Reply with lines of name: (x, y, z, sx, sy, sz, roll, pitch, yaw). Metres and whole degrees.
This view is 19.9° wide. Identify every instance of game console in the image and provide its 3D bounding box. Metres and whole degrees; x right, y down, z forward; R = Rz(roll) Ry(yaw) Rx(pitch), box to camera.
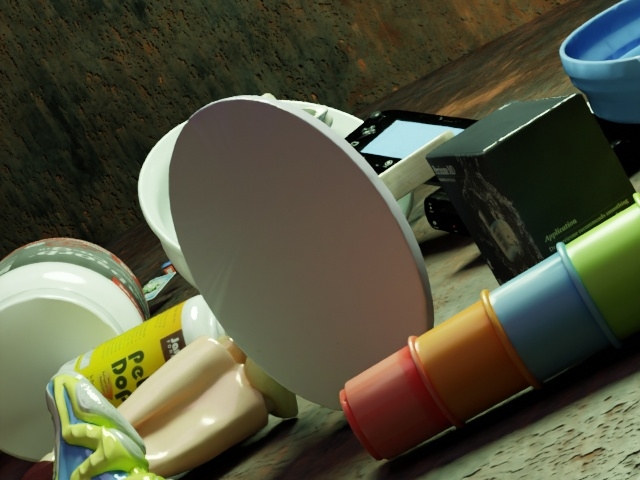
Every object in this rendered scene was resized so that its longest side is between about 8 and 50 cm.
game console: (0.145, -0.081, 1.869, 0.213, 0.044, 0.361, -32, 28, -34)

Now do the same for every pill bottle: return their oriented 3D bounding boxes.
pill bottle: (-0.137, 0.127, 1.727, 0.215, 0.117, 0.117, -27, 9, 19)
pill bottle: (-0.287, 0.118, 1.985, 0.210, 0.210, 0.363, -30, 9, -2)

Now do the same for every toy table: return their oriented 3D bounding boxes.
toy table: (0.000, 0.000, 1.514, 0.252, 0.274, 0.161, -23, 3, 19)

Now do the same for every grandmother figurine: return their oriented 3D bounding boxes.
grandmother figurine: (-0.191, 0.199, 1.543, 0.342, 0.104, 0.208, -33, 11, -25)

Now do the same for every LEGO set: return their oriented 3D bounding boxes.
LEGO set: (-0.292, 0.116, 2.654, 0.182, 0.060, 0.244, -18, 21, 33)

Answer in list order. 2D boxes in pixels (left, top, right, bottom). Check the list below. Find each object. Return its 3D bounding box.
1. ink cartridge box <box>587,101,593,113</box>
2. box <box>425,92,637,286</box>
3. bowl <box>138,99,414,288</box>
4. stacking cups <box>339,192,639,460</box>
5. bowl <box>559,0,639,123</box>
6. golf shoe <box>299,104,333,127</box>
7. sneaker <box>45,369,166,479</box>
ink cartridge box: (0.364, -0.134, 1.896, 0.145, 0.045, 0.179, -32, 27, -17)
box: (0.174, -0.023, 1.407, 0.093, 0.158, 0.156, -32, 8, -10)
bowl: (-0.049, -0.014, 2.012, 0.298, 0.134, 0.298, 1, 41, -1)
stacking cups: (0.157, 0.046, 1.265, 0.316, 0.096, 0.096, -28, 9, 11)
bowl: (0.432, -0.220, 1.804, 0.391, 0.077, 0.391, -22, 13, 5)
golf shoe: (0.003, -0.036, 1.839, 0.120, 0.273, 0.105, -29, -35, -5)
sneaker: (-0.190, 0.194, 1.418, 0.126, 0.091, 0.240, -42, 34, -5)
